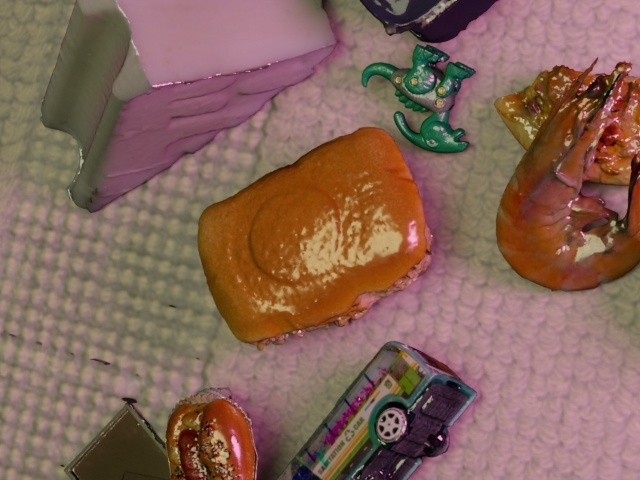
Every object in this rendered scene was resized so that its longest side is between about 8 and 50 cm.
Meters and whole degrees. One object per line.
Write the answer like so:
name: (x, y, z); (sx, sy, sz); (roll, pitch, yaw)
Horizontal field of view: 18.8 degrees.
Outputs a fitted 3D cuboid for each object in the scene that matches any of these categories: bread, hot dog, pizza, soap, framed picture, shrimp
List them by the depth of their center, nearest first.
shrimp: (0.252, -0.056, 1.831); (0.150, 0.068, 0.249); (14, 122, 3)
pizza: (0.283, -0.113, 1.866); (0.246, 0.058, 0.127); (20, 93, 22)
hot dog: (-0.109, 0.248, 1.933); (0.108, 0.059, 0.191); (-13, 76, 32)
bread: (0.000, 0.000, 1.946); (0.245, 0.121, 0.174); (-26, 77, 22)
framed picture: (-0.196, 0.263, 2.065); (0.109, 0.011, 0.149); (-46, 70, 14)
soap: (-0.143, -0.182, 2.069); (0.159, 0.257, 0.302); (65, 153, 15)

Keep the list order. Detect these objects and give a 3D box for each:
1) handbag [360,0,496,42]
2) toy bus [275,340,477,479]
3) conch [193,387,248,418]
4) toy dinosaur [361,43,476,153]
handbag: (0.114, -0.402, 1.933); (0.303, 0.122, 0.329); (-42, 71, 16)
toy bus: (0.039, 0.219, 1.919); (0.262, 0.091, 0.109); (-51, 46, 10)
conch: (-0.108, 0.196, 2.009); (0.076, 0.056, 0.085); (25, 101, 10)
toy dinosaur: (0.102, -0.146, 1.953); (0.132, 0.059, 0.096); (28, 102, 15)
